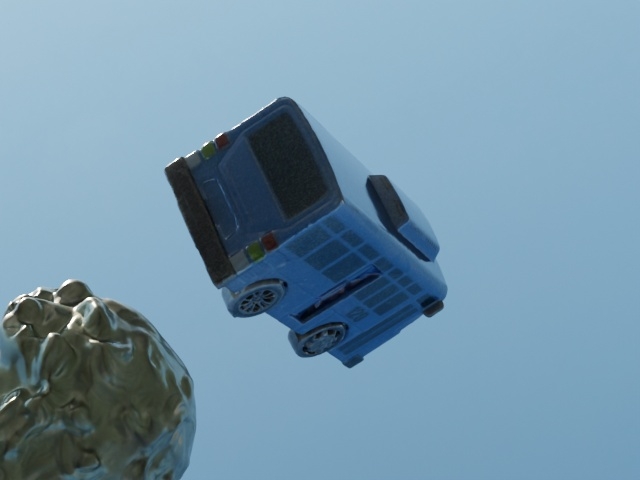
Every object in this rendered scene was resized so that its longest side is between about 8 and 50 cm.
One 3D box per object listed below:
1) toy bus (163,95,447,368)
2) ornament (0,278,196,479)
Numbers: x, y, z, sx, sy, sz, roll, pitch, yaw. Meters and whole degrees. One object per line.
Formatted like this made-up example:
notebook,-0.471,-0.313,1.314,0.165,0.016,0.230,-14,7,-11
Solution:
toy bus,0.000,0.000,1.146,0.134,0.234,0.116,-34,-120,11
ornament,-0.176,0.119,0.682,0.130,0.120,0.285,40,-128,23
